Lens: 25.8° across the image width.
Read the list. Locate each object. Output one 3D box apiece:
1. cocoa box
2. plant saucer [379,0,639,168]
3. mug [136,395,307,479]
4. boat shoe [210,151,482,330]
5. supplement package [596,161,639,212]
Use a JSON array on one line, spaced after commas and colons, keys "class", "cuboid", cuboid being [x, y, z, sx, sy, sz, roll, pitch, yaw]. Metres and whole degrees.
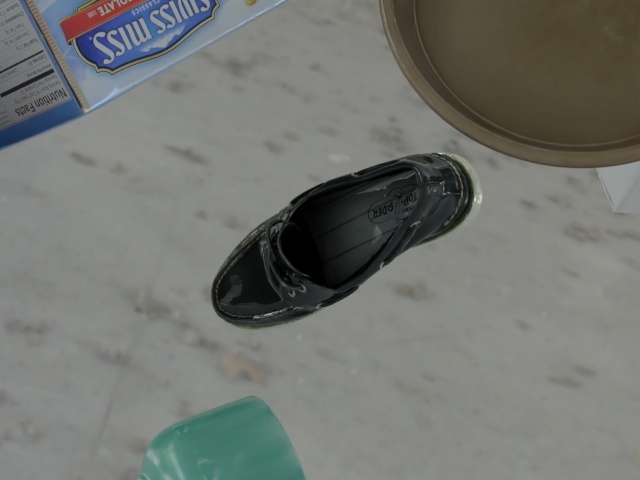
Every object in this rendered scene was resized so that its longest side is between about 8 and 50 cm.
[{"class": "cocoa box", "cuboid": [-0.230, -0.271, 1.450, 0.231, 0.228, 0.347, -13, 18, 49]}, {"class": "plant saucer", "cuboid": [0.180, -0.175, 0.985, 0.278, 0.277, 0.041, 25, -14, 14]}, {"class": "mug", "cuboid": [-0.068, 0.180, 0.971, 0.097, 0.157, 0.129, -19, 73, -19]}, {"class": "boat shoe", "cuboid": [0.002, 0.004, 1.469, 0.113, 0.340, 0.127, 2, 69, -61]}, {"class": "supplement package", "cuboid": [0.404, -0.178, 1.396, 0.178, 0.293, 0.175, 1, 53, -22]}]
